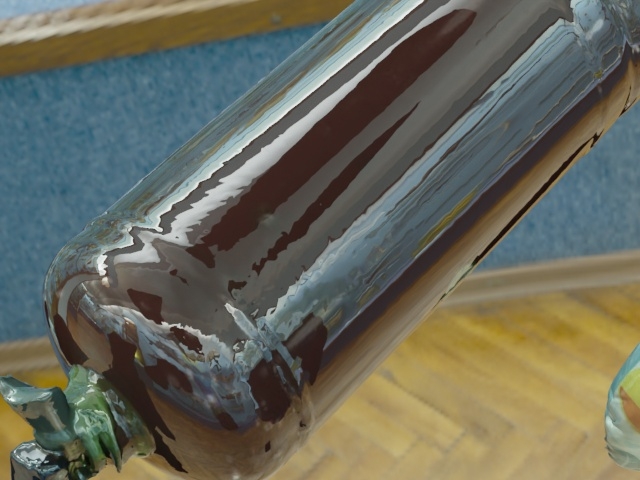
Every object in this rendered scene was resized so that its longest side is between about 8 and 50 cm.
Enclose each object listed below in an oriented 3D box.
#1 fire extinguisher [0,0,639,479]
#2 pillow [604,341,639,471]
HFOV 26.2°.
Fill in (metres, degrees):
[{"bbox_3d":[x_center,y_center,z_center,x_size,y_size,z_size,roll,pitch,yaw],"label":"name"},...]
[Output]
[{"bbox_3d":[0.000,0.000,0.535,0.114,0.135,0.337,26,56,36],"label":"fire extinguisher"},{"bbox_3d":[0.345,0.124,1.079,0.233,0.214,0.086,3,52,-7],"label":"pillow"}]
